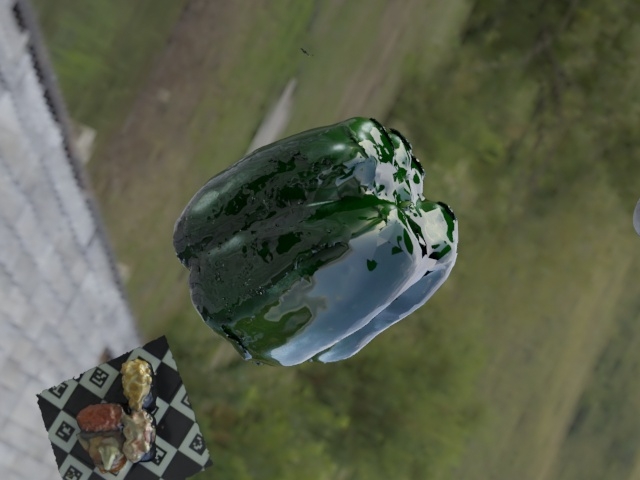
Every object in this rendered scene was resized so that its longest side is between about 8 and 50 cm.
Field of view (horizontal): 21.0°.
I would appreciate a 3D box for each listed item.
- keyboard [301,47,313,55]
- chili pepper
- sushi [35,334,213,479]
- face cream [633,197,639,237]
[{"bbox_3d":[0.031,-0.334,1.526,0.041,0.103,0.381,-32,138,-44],"label":"keyboard"},{"bbox_3d":[0.000,0.000,1.775,0.257,0.233,0.248,-33,173,28],"label":"chili pepper"},{"bbox_3d":[-0.163,0.151,1.375,0.126,0.120,0.026,-26,162,10],"label":"sushi"},{"bbox_3d":[0.381,-0.015,1.798,0.095,0.091,0.091,32,-83,47],"label":"face cream"}]
